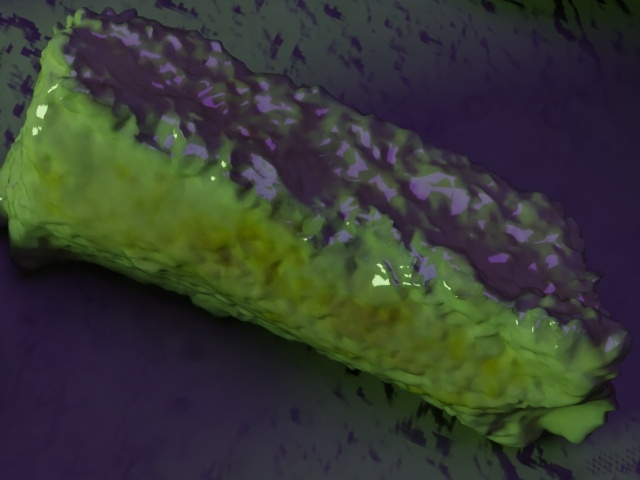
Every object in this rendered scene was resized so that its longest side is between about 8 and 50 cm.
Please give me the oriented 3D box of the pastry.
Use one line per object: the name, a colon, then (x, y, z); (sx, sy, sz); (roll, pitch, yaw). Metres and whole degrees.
pastry: (-0.001, -0.003, 0.722); (0.258, 0.121, 0.089); (20, 65, 1)
